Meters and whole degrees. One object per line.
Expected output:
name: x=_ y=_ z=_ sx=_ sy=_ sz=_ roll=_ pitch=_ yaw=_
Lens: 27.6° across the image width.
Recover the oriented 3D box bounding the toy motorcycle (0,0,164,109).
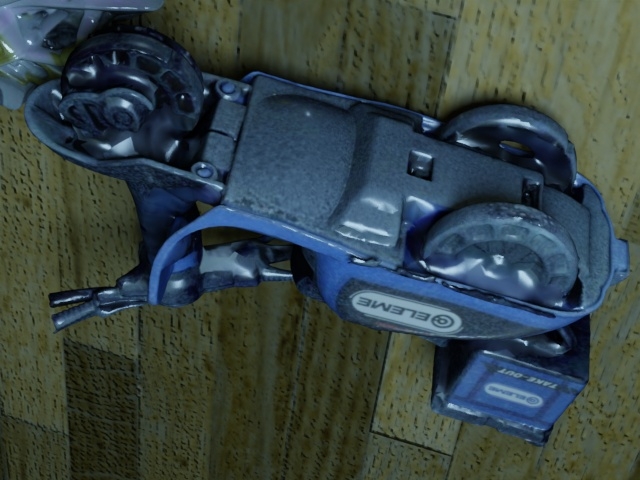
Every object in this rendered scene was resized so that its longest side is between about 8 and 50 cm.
toy motorcycle: x=-0.195 y=-0.155 z=0.744 sx=0.225 sy=0.073 sz=0.152 roll=20 pitch=132 yaw=4

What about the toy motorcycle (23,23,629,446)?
toy motorcycle: x=0.000 y=0.000 z=0.752 sx=0.358 sy=0.125 sz=0.213 roll=18 pitch=138 yaw=-6
